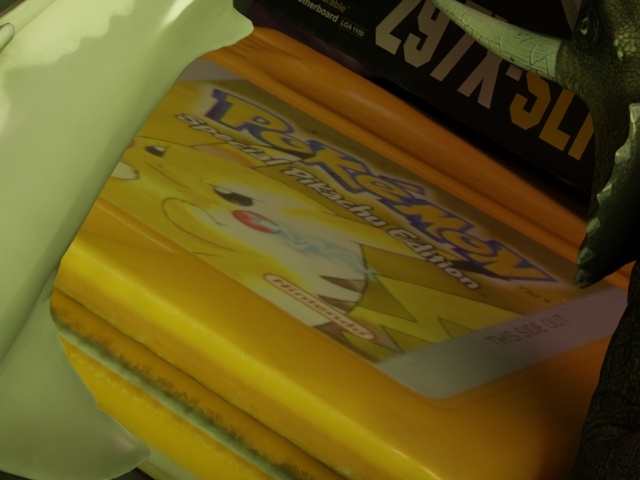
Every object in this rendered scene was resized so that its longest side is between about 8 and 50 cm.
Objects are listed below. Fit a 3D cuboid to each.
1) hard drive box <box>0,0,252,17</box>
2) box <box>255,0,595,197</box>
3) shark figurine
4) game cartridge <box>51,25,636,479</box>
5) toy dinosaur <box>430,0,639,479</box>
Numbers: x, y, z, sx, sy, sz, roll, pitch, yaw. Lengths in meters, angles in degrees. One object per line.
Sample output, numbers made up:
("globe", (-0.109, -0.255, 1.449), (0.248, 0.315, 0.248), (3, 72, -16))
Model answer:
("hard drive box", (-0.159, -0.183, 0.918), (0.232, 0.089, 0.181), (30, 21, 22))
("box", (0.139, -0.066, 0.878), (0.322, 0.079, 0.257), (34, 14, 37))
("shark figurine", (-0.057, -0.004, 0.459), (0.116, 0.278, 0.166), (51, -21, -16))
("game cartridge", (0.000, 0.000, 0.650), (0.285, 0.052, 0.324), (31, 22, 24))
("toy dinosaur", (0.113, 0.046, 0.454), (0.121, 0.160, 0.313), (19, 62, -29))
